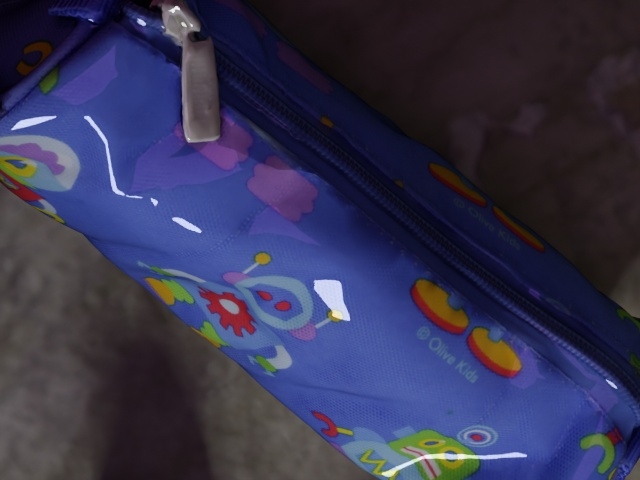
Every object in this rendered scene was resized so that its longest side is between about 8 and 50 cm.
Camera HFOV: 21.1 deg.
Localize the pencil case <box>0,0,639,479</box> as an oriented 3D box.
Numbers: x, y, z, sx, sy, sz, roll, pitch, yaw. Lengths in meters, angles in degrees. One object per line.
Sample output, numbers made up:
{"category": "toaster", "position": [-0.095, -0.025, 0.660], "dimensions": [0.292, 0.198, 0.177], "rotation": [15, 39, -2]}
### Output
{"category": "pencil case", "position": [0.000, 0.000, 0.639], "dimensions": [0.306, 0.133, 0.119], "rotation": [40, 67, -22]}
